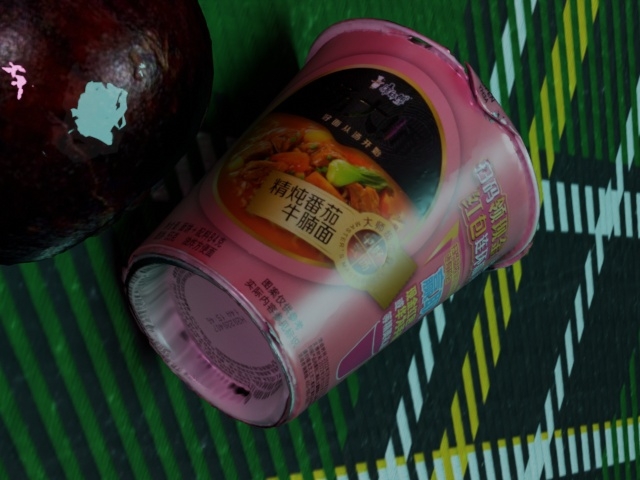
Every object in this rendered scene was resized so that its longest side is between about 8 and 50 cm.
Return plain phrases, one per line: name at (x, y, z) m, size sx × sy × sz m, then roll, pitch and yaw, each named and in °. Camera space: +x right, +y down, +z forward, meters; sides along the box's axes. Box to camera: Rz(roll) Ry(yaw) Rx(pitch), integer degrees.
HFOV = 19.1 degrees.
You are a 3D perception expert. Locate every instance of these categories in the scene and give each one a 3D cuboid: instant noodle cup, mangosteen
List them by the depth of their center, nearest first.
mangosteen at (-0.169, -0.098, 1.052) m, size 0.216 × 0.216 × 0.216 m, roll -38°, pitch 138°, yaw -46°
instant noodle cup at (0.000, 0.000, 1.392) m, size 0.255 × 0.244 × 0.244 m, roll -43°, pitch 142°, yaw -31°
